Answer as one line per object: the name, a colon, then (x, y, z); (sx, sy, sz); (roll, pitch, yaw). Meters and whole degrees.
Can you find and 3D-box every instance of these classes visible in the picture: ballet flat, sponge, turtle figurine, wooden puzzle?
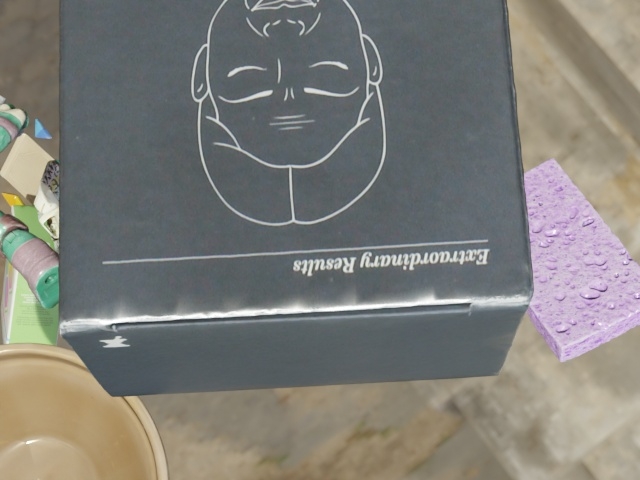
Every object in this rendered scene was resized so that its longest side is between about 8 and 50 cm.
ballet flat: (-0.267, -0.034, 1.542); (0.041, 0.041, 0.114); (-30, 149, -19)
sponge: (0.234, 0.016, 1.512); (0.117, 0.210, 0.031); (-25, 142, -9)
turtle figurine: (-0.294, -0.029, 1.168); (0.175, 0.234, 0.118); (-41, 157, 8)
wooden puzzle: (-0.357, -0.086, 1.889); (0.116, 0.078, 0.014); (-51, 164, 25)

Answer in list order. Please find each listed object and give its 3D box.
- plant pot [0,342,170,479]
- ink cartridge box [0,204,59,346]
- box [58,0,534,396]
plant pot: (-0.241, 0.208, 1.276); (0.237, 0.237, 0.110); (-35, 171, -7)
ink cartridge box: (-0.337, 0.028, 1.812); (0.062, 0.109, 0.209); (3, 124, -18)
box: (-0.022, -0.108, 1.074); (0.293, 0.395, 0.212); (-3, 162, 0)
